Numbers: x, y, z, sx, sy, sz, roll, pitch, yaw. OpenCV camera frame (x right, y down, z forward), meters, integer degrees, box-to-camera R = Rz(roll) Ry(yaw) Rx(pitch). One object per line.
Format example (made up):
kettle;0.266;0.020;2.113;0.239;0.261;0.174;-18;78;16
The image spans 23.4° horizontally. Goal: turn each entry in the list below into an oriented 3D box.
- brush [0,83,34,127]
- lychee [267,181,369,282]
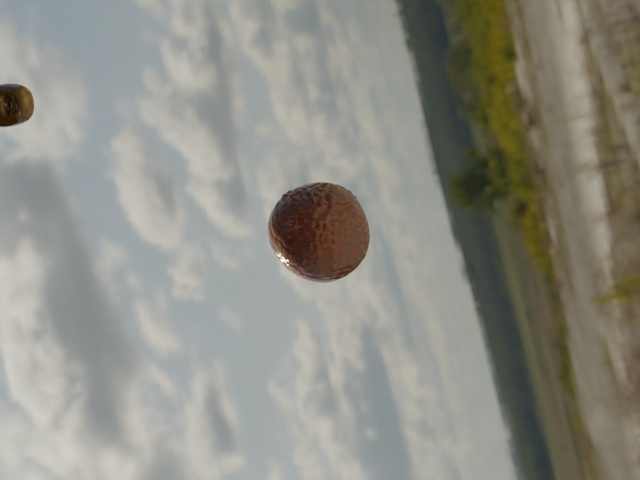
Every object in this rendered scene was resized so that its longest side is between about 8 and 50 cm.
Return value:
brush;-0.184;-0.060;0.727;0.014;0.170;0.043;-9;-83;-43
lychee;0.002;0.000;1.592;0.101;0.114;0.140;-109;24;-49
